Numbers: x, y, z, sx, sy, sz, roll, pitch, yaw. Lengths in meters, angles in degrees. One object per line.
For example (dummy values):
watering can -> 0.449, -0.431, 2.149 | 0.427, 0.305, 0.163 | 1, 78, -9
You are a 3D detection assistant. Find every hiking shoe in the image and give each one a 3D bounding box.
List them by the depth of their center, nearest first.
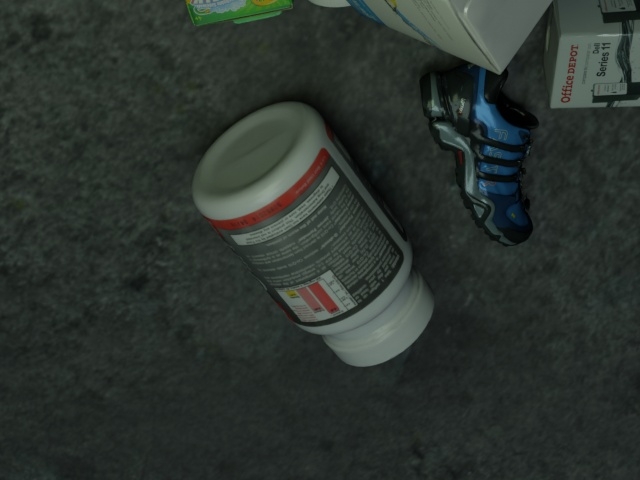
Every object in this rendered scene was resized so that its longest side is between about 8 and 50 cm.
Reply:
hiking shoe -> 0.246, -0.115, 2.029 | 0.132, 0.113, 0.304 | -20, 126, 17

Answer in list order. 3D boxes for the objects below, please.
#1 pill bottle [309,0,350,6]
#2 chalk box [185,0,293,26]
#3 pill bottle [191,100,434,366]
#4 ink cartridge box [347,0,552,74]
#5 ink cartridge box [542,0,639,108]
pill bottle -> 0.014, -0.403, 1.791 | 0.121, 0.121, 0.221 | -5, 129, 4
chalk box -> -0.107, -0.354, 1.824 | 0.132, 0.132, 0.213 | -11, 128, 10
pill bottle -> 0.000, 0.000, 2.062 | 0.210, 0.210, 0.363 | -25, 124, 19
ink cartridge box -> 0.136, -0.329, 1.684 | 0.171, 0.232, 0.168 | -56, 142, -6
ink cartridge box -> 0.400, -0.249, 1.914 | 0.208, 0.087, 0.153 | -1, 146, 3
